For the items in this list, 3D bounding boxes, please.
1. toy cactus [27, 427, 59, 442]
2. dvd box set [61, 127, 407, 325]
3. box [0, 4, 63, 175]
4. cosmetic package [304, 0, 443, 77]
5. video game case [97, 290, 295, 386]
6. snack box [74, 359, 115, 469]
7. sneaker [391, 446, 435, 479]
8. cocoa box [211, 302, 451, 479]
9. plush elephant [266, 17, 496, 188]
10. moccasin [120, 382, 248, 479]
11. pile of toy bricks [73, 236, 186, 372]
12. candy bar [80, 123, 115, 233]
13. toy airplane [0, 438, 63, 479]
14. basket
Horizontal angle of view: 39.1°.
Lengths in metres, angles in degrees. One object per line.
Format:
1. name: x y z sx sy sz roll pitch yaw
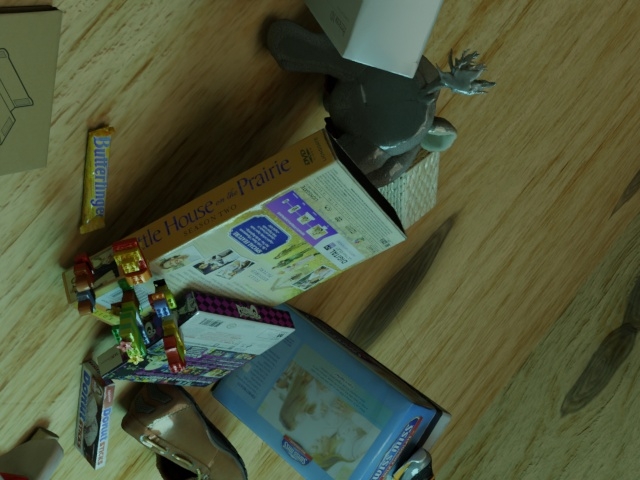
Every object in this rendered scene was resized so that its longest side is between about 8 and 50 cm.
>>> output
1. toy cactus: -0.449 0.373 1.350 0.219 0.112 0.180 35 80 -51
2. dvd box set: -0.110 0.021 1.304 0.420 0.062 0.307 -28 152 13
3. box: -0.371 -0.159 0.998 0.164 0.021 0.201 -19 135 -45
4. cosmetic package: 0.076 -0.390 1.077 0.097 0.377 0.284 11 114 -16
5. video game case: -0.187 0.159 1.387 0.210 0.041 0.232 -35 151 25
6. snack box: -0.353 0.273 1.403 0.022 0.064 0.178 -18 133 -41
7. sneaker: 0.178 0.453 1.617 0.084 0.083 0.215 -32 142 -31
8. cocoa box: 0.020 0.309 1.682 0.231 0.347 0.228 -55 149 0
9. plush elephant: 0.090 -0.225 1.380 0.255 0.330 0.271 -67 144 -78
10. moccasin: -0.238 0.385 1.602 0.147 0.139 0.380 -45 148 -16
11. pile of toy bricks: -0.247 0.107 1.168 0.118 0.105 0.212 -14 131 1
12. candy bar: -0.295 -0.081 1.185 0.040 0.018 0.161 -22 137 -44
13. toy airplane: -0.469 0.278 1.020 0.384 0.272 0.386 23 117 -17
14. basket: 0.152 -0.117 1.690 0.113 0.103 0.167 -38 145 -28
